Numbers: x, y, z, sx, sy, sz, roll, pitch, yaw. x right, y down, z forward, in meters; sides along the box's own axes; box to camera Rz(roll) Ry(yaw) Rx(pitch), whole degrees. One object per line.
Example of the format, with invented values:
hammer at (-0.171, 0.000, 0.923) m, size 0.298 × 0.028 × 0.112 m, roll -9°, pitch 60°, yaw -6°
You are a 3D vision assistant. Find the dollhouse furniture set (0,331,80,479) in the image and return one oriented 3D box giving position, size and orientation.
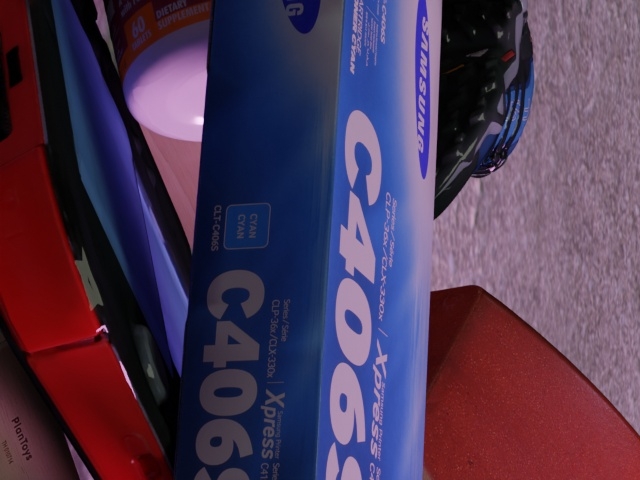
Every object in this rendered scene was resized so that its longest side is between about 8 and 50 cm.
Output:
dollhouse furniture set at (-0.265, 0.124, 0.948) m, size 0.242 × 0.161 × 0.212 m, roll -32°, pitch 121°, yaw -32°

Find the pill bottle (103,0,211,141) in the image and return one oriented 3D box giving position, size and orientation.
pill bottle at (-0.078, -0.181, 1.193) m, size 0.121 × 0.121 × 0.221 m, roll 33°, pitch 37°, yaw -58°

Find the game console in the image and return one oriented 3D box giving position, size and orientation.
game console at (-0.109, 0.006, 1.078) m, size 0.386 × 0.060 × 0.342 m, roll -106°, pitch 172°, yaw -50°

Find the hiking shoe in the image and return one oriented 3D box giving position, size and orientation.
hiking shoe at (0.123, -0.092, 1.645) m, size 0.304 × 0.113 × 0.132 m, roll -60°, pitch 140°, yaw -43°

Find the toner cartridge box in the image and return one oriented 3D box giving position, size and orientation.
toner cartridge box at (0.000, 0.000, 1.009) m, size 0.165 × 0.075 × 0.348 m, roll 44°, pitch 46°, yaw -63°

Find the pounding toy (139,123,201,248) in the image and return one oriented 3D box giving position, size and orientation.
pounding toy at (-0.059, -0.129, 1.323) m, size 0.181 × 0.094 × 0.206 m, roll -62°, pitch 142°, yaw -41°

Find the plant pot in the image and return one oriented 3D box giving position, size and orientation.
plant pot at (0.060, 0.186, 1.412) m, size 0.236 × 0.267 × 0.267 m, roll 60°, pitch 39°, yaw -25°
